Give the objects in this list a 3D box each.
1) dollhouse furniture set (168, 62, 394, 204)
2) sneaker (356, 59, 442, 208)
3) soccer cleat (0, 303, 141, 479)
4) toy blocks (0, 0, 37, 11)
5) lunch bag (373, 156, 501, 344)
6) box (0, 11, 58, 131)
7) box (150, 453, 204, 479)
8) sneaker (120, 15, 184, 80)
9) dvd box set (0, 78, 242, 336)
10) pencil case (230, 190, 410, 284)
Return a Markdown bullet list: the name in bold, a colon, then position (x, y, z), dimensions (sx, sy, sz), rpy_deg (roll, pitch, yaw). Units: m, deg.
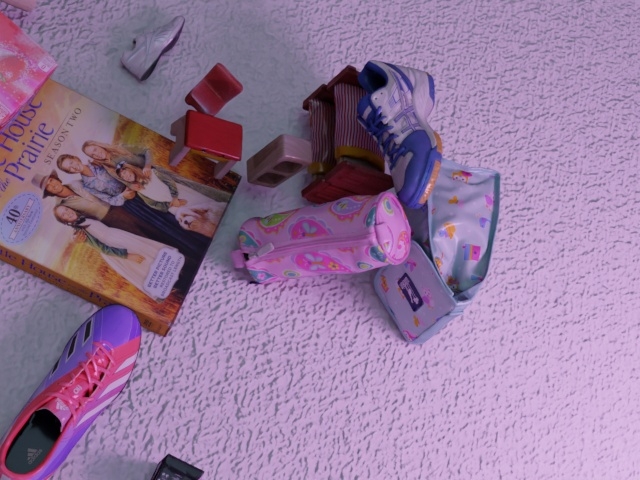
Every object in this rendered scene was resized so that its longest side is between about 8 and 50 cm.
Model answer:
- **dollhouse furniture set**: position (-0.053, -0.198, 1.662), dimensions (0.374, 0.152, 0.201), rpy_deg (14, 63, -32)
- **sneaker**: position (0.115, -0.174, 1.607), dimensions (0.130, 0.112, 0.297), rpy_deg (16, 44, -19)
- **soccer cleat**: position (-0.356, 0.222, 1.425), dimensions (0.108, 0.116, 0.318), rpy_deg (35, 66, -4)
- **toy blocks**: position (-0.523, -0.577, 1.567), dimensions (0.260, 0.288, 0.309), rpy_deg (13, 51, -51)
- **lunch bag**: position (0.194, 0.027, 1.667), dimensions (0.160, 0.223, 0.262), rpy_deg (13, 63, -13)
- **box**: position (-0.559, -0.290, 1.457), dimensions (0.300, 0.154, 0.142), rpy_deg (42, 58, -15)
- **box**: position (-0.214, 0.354, 1.453), dimensions (0.062, 0.083, 0.052), rpy_deg (28, 62, -7)
- **sneaker**: position (-0.293, -0.351, 1.746), dimensions (0.061, 0.054, 0.152), rpy_deg (34, 61, -1)
- **dvd box set**: position (-0.371, -0.070, 1.590), dimensions (0.420, 0.062, 0.308), rpy_deg (27, 61, -8)
- **pencil case**: position (0.000, 0.000, 1.581), dimensions (0.124, 0.284, 0.124), rpy_deg (23, 63, -56)
